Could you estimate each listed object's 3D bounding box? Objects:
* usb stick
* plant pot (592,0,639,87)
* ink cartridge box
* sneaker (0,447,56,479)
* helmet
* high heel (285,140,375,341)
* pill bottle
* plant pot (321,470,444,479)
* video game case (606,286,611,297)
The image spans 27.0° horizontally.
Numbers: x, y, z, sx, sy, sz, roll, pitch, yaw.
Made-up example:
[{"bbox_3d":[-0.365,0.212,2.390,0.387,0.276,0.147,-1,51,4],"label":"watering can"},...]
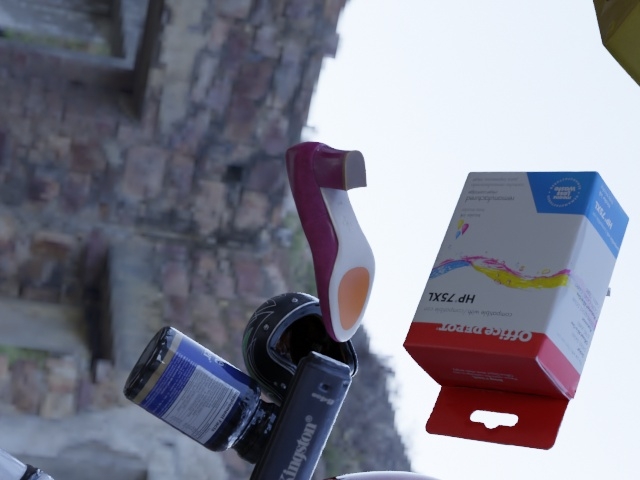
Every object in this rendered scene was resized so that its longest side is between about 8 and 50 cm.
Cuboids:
[{"bbox_3d":[-0.040,0.284,1.748,0.045,0.077,0.278,-146,-102,-82],"label":"usb stick"},{"bbox_3d":[0.390,-0.239,1.324,0.212,0.187,0.212,-54,-162,34],"label":"plant pot"},{"bbox_3d":[0.162,0.055,1.140,0.134,0.078,0.231,1,-122,38],"label":"ink cartridge box"},{"bbox_3d":[-0.408,0.299,1.382,0.137,0.210,0.366,-40,171,-50],"label":"sneaker"},{"bbox_3d":[-0.040,0.162,2.000,0.161,0.169,0.169,57,-29,12],"label":"helmet"},{"bbox_3d":[0.000,0.000,1.652,0.117,0.082,0.244,8,-74,45],"label":"high heel"},{"bbox_3d":[-0.165,0.229,1.926,0.123,0.219,0.123,-54,-170,14],"label":"pill bottle"},{"bbox_3d":[0.005,0.374,1.328,0.236,0.267,0.267,45,25,-56],"label":"plant pot"},{"bbox_3d":[0.228,0.051,1.366,0.087,0.122,0.011,88,6,-85],"label":"video game case"}]
